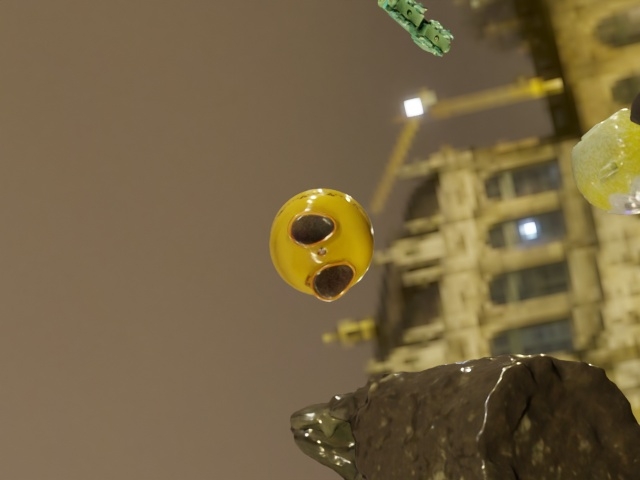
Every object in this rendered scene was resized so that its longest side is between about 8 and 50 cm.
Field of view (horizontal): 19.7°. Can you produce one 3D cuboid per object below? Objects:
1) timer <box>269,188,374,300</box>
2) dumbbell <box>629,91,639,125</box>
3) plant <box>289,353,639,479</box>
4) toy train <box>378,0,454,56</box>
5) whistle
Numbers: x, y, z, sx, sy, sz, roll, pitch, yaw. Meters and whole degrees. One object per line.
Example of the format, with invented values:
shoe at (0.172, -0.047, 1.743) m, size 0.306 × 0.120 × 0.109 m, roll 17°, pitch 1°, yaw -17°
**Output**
timer at (0.000, 0.000, 1.831) m, size 0.109 × 0.107 × 0.107 m, roll -88°, pitch -17°, yaw -74°
dumbbell at (0.332, -0.114, 1.727) m, size 0.083 × 0.036 × 0.040 m, roll 20°, pitch -112°, yaw -23°
plant at (0.105, 0.194, 1.395) m, size 0.199 × 0.276 × 0.188 m, roll 13°, pitch -110°, yaw -32°
toy train at (0.092, -0.212, 1.790) m, size 0.092 × 0.029 × 0.045 m, roll 36°, pitch 175°, yaw -37°
whistle at (0.363, -0.089, 2.102) m, size 0.223 × 0.123 × 0.123 m, roll -20°, pitch -82°, yaw -60°
